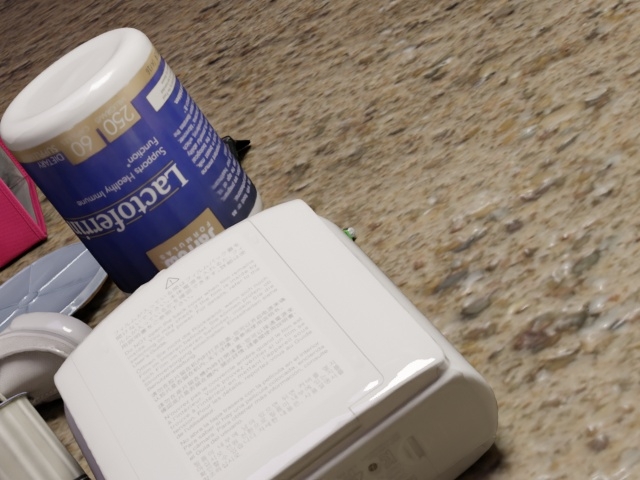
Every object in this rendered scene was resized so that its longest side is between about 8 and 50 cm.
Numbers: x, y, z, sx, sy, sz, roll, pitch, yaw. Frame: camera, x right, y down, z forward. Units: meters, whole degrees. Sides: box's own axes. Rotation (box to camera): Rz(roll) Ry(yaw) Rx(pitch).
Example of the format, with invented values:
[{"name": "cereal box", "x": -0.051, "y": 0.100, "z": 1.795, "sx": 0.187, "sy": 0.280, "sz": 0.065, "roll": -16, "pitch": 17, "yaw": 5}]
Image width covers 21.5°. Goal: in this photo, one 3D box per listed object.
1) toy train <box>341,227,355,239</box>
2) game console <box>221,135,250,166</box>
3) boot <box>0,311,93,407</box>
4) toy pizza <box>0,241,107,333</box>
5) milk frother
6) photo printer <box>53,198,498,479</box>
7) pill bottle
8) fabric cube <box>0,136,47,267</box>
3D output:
[{"name": "toy train", "x": 0.000, "y": 0.000, "z": 1.519, "sx": 0.083, "sy": 0.017, "sz": 0.023, "roll": -8, "pitch": 24, "yaw": 47}, {"name": "game console", "x": -0.127, "y": -0.055, "z": 1.802, "sx": 0.122, "sy": 0.071, "sz": 0.107, "roll": -29, "pitch": 54, "yaw": 14}, {"name": "boot", "x": -0.306, "y": 0.155, "z": 1.557, "sx": 0.258, "sy": 0.095, "sz": 0.123, "roll": -24, "pitch": 30, "yaw": 43}, {"name": "toy pizza", "x": -0.295, "y": 0.072, "z": 1.754, "sx": 0.201, "sy": 0.032, "sz": 0.201, "roll": -28, "pitch": 23, "yaw": 13}, {"name": "milk frother", "x": -0.236, "y": 0.213, "z": 1.271, "sx": 0.143, "sy": 0.135, "sz": 0.129, "roll": -38, "pitch": -8, "yaw": -14}, {"name": "photo printer", "x": -0.049, "y": 0.107, "z": 1.199, "sx": 0.256, "sy": 0.107, "sz": 0.307, "roll": -37, "pitch": 35, "yaw": -5}, {"name": "pill bottle", "x": -0.144, "y": -0.040, "z": 1.475, "sx": 0.153, "sy": 0.265, "sz": 0.153, "roll": -30, "pitch": 24, "yaw": 15}, {"name": "fabric cube", "x": -0.513, "y": -0.064, "z": 2.023, "sx": 0.258, "sy": 0.259, "sz": 0.254, "roll": -34, "pitch": 24, "yaw": 1}]
